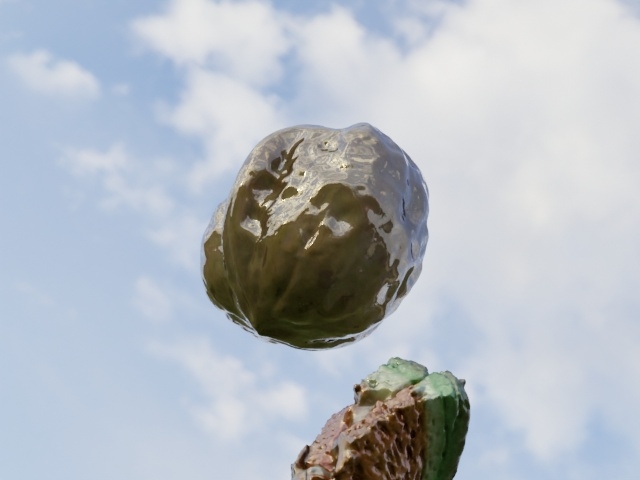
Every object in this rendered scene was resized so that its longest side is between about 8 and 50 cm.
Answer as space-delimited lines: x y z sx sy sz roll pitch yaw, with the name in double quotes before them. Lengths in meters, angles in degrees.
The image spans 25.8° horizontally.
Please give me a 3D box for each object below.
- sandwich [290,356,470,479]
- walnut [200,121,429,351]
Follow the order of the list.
"sandwich" 0.033 0.191 1.175 0.109 0.159 0.185 33 -64 45
"walnut" -0.002 0.000 1.532 0.273 0.273 0.227 9 -31 28
